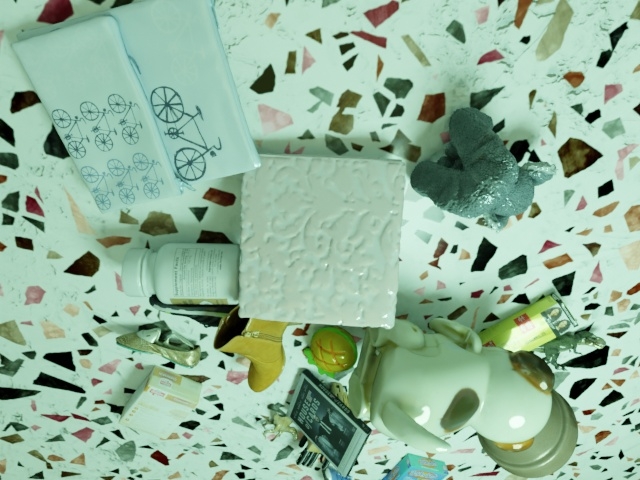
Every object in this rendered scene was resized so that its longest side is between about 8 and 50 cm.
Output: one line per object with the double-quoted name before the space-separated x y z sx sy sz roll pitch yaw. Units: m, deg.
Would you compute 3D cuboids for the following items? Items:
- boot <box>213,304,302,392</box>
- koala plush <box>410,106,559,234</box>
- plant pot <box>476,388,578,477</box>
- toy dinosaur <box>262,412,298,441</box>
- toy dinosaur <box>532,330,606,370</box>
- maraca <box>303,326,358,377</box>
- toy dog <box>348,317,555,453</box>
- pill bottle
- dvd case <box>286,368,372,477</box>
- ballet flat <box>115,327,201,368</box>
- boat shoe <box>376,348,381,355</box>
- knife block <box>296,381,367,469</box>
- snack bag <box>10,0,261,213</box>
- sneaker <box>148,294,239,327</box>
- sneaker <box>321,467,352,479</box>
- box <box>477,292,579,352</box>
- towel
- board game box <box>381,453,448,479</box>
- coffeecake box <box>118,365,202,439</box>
"boot" -0.164 0.246 0.949 0.211 0.104 0.295 10 115 -50
"koala plush" 0.332 -0.108 0.791 0.221 0.203 0.196 19 119 -29
"plant pot" 0.508 0.460 1.101 0.263 0.263 0.229 -39 114 18
"toy dinosaur" -0.129 0.552 1.225 0.093 0.053 0.183 -28 131 -3
"toy dinosaur" 0.641 0.316 1.138 0.269 0.064 0.118 -7 104 2
"maraca" 0.025 0.289 1.045 0.127 0.099 0.185 44 131 9
"toy dog" 0.306 0.316 0.921 0.409 0.395 0.284 11 92 -6
"pill bottle" -0.284 0.070 0.863 0.230 0.131 0.131 1 121 -6
"dvd case" 0.014 0.491 1.106 0.030 0.239 0.179 -15 131 -49
"ballet flat" -0.394 0.255 1.015 0.206 0.073 0.067 25 89 -21
"boat shoe" 0.197 0.337 1.120 0.137 0.049 0.043 28 113 -15
"knife block" 0.002 0.570 1.218 0.242 0.088 0.275 -22 121 7
"snack bag" -0.299 -0.226 0.709 0.343 0.037 0.322 -11 115 6
"sneaker" -0.280 0.170 0.952 0.235 0.084 0.097 11 121 -11
"sneaker" 0.068 0.823 1.392 0.081 0.080 0.211 -27 130 4
"box" 0.534 0.236 1.068 0.232 0.058 0.087 -33 98 16
"towel" 0.000 0.000 0.802 0.317 0.053 0.331 3 94 0
"board game box" 0.322 0.843 1.437 0.160 0.047 0.210 23 117 -17
"coffeecake box" -0.436 0.445 1.114 0.142 0.068 0.185 32 114 -22
